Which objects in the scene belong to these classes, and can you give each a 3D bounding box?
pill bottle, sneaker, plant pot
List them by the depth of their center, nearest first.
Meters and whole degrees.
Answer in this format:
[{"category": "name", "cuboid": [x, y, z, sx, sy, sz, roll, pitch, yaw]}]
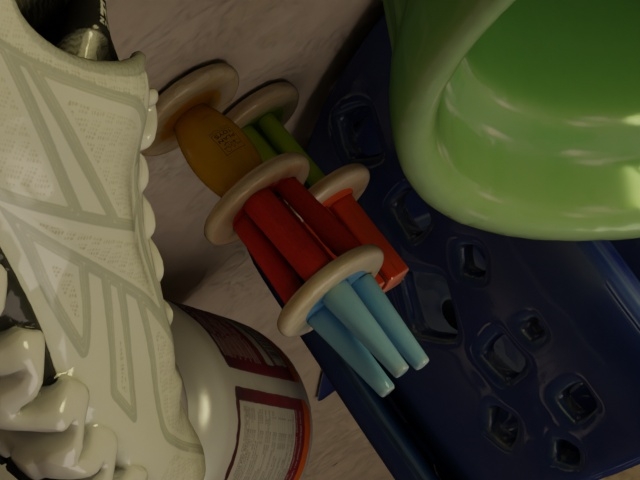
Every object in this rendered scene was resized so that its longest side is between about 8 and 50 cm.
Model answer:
[{"category": "sneaker", "cuboid": [-0.086, -0.004, 0.546, 0.118, 0.110, 0.292, -50, 147, -17]}, {"category": "pill bottle", "cuboid": [-0.086, 0.086, 0.875, 0.121, 0.121, 0.221, -41, 165, 6]}, {"category": "plant pot", "cuboid": [0.115, 0.005, 0.933, 0.236, 0.236, 0.212, -24, 165, -46]}]

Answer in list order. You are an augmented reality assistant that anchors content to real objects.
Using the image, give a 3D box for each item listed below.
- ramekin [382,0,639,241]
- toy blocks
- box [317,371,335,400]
[{"category": "ramekin", "cuboid": [0.152, -0.130, 0.601, 0.303, 0.148, 0.303, -13, 159, -5]}, {"category": "toy blocks", "cuboid": [0.000, 0.000, 0.779, 0.054, 0.148, 0.123, -43, 164, 14]}, {"category": "box", "cuboid": [0.098, 0.047, 1.368, 0.225, 0.036, 0.136, -34, 164, -16]}]
